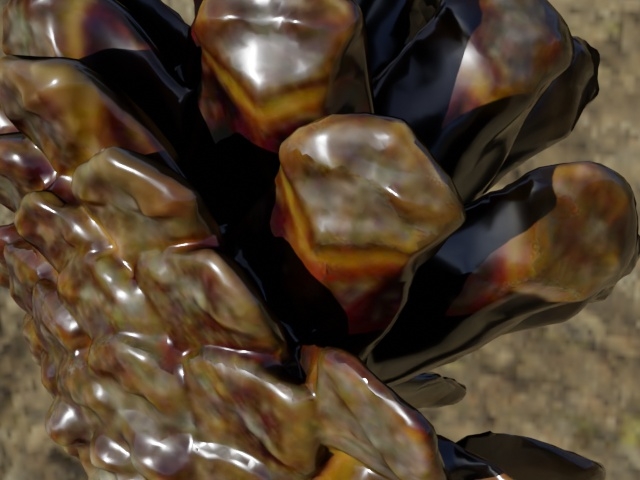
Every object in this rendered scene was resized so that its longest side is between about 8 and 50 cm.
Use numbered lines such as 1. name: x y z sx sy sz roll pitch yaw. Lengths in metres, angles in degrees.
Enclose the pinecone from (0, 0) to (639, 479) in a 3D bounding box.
1. pinecone: 0.001 -0.002 0.552 0.202 0.229 0.201 -22 24 39
